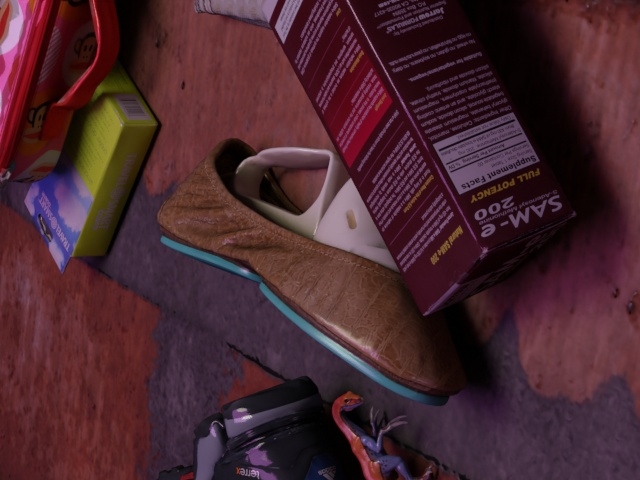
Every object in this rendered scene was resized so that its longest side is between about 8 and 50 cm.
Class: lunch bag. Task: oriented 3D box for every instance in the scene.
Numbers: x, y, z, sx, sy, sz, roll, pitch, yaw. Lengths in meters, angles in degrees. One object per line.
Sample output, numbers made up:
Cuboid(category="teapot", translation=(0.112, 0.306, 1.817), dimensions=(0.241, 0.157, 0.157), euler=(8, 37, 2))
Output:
Cuboid(category="lunch bag", translation=(-0.288, -0.197, 1.437), dimensions=(0.258, 0.120, 0.293), euler=(26, 108, 26))

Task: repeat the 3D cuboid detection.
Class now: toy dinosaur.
Cuboid(category="toy dinosaur", translation=(0.037, 0.147, 1.136), dimensions=(0.082, 0.090, 0.047), euler=(32, 143, -2))

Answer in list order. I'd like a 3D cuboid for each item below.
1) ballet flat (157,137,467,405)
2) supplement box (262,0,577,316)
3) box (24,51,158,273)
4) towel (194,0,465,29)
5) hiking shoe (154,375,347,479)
Cuboid(category="ballet flat", translation=(0.000, 0.000, 1.169), dimensions=(0.342, 0.116, 0.124), euler=(30, 96, 53))
Cuboid(category="supplement box", translation=(0.056, -0.086, 1.027), dimensions=(0.239, 0.073, 0.130), euler=(63, 159, 11))
Cuboid(category="box", translation=(-0.212, -0.070, 1.486), dimensions=(0.109, 0.042, 0.178), euler=(56, 134, 36))
Cuboid(category="towel", translation=(0.003, -0.295, 1.172), dimensions=(0.324, 0.056, 0.312), euler=(21, 109, 51))
Cuboid(category="hiking shoe", translation=(-0.071, 0.226, 1.247), dimensions=(0.132, 0.113, 0.304), euler=(63, 146, 20))
